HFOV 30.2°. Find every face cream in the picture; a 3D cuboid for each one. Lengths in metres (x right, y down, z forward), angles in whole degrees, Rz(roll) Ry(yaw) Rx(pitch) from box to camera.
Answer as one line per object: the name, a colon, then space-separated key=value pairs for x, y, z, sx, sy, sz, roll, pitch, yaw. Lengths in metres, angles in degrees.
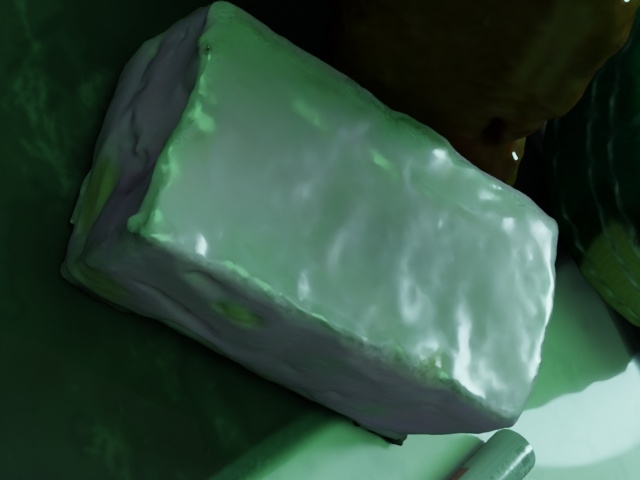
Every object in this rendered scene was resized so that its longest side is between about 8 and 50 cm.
face cream: x=0.087 y=0.167 z=0.739 sx=0.130 sy=0.034 sz=0.034 roll=-37 pitch=100 yaw=-39

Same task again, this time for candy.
candy: x=0.000 y=0.000 z=0.672 sx=0.265 sy=0.116 sz=0.155 roll=29 pitch=63 yaw=-26

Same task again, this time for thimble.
thimble: x=0.296 y=-0.051 z=0.839 sx=0.254 sy=0.167 sz=0.288 roll=-2 pitch=91 yaw=-14

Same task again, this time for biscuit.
biscuit: x=0.116 y=-0.263 z=0.692 sx=0.166 sy=0.342 sz=0.395 roll=14 pitch=63 yaw=-1
